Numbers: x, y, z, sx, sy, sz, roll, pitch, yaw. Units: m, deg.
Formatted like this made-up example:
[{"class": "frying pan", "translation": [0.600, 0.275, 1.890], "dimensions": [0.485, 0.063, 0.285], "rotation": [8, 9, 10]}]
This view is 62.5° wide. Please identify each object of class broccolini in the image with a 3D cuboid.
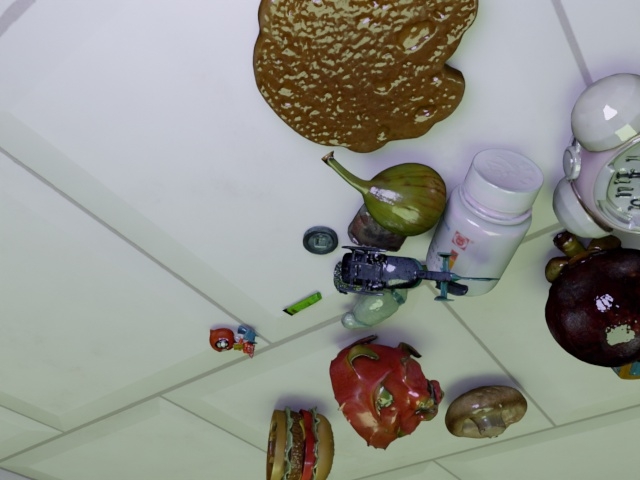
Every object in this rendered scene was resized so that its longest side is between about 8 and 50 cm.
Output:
[{"class": "broccolini", "translation": [0.223, 0.069, 1.258], "dimensions": [0.393, 0.074, 0.078], "rotation": [-9, 117, 6]}]

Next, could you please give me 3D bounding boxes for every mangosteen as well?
[{"class": "mangosteen", "translation": [0.651, 0.141, 1.202], "dimensions": [0.297, 0.293, 0.296], "rotation": [-26, 133, -31]}]

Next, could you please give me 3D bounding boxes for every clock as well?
[{"class": "clock", "translation": [0.617, -0.148, 0.969], "dimensions": [0.326, 0.183, 0.341], "rotation": [-3, 130, 9]}, {"class": "clock", "translation": [0.000, 0.000, 1.228], "dimensions": [0.085, 0.017, 0.085], "rotation": [0, 135, 0]}]

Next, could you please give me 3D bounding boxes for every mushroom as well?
[{"class": "mushroom", "translation": [0.530, 0.555, 1.695], "dimensions": [0.279, 0.145, 0.278], "rotation": [-7, 137, -7]}]

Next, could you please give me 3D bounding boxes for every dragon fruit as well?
[{"class": "dragon fruit", "translation": [0.191, 0.396, 1.449], "dimensions": [0.226, 0.305, 0.305], "rotation": [-35, 126, 21]}]

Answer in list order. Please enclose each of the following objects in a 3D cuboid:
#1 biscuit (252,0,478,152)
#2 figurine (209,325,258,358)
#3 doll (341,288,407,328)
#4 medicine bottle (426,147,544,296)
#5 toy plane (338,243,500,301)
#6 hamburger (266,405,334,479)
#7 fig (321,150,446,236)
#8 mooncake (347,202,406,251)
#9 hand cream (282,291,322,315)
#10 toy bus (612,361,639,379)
[{"class": "biscuit", "translation": [0.082, -0.306, 0.882], "dimensions": [0.381, 0.074, 0.359], "rotation": [-28, 131, 23]}, {"class": "figurine", "translation": [-0.246, 0.277, 1.471], "dimensions": [0.141, 0.075, 0.068], "rotation": [11, 136, 4]}, {"class": "doll", "translation": [0.144, 0.168, 1.355], "dimensions": [0.104, 0.071, 0.214], "rotation": [34, 117, -24]}, {"class": "medicine bottle", "translation": [0.332, -0.032, 1.086], "dimensions": [0.170, 0.170, 0.292], "rotation": [5, 136, -5]}, {"class": "toy plane", "translation": [0.167, 0.064, 1.088], "dimensions": [0.155, 0.106, 0.382], "rotation": [3, 179, -42]}, {"class": "hamburger", "translation": [-0.061, 0.688, 1.743], "dimensions": [0.213, 0.274, 0.274], "rotation": [8, 135, -10]}, {"class": "fig", "translation": [0.127, -0.099, 1.009], "dimensions": [0.260, 0.151, 0.151], "rotation": [19, 134, -36]}, {"class": "mooncake", "translation": [0.132, -0.028, 1.162], "dimensions": [0.130, 0.073, 0.125], "rotation": [12, 136, -9]}, {"class": "hand cream", "translation": [-0.047, 0.170, 1.396], "dimensions": [0.122, 0.023, 0.036], "rotation": [-31, 131, 32]}, {"class": "toy bus", "translation": [0.848, 0.283, 1.423], "dimensions": [0.126, 0.136, 0.209], "rotation": [-7, 133, 8]}]
